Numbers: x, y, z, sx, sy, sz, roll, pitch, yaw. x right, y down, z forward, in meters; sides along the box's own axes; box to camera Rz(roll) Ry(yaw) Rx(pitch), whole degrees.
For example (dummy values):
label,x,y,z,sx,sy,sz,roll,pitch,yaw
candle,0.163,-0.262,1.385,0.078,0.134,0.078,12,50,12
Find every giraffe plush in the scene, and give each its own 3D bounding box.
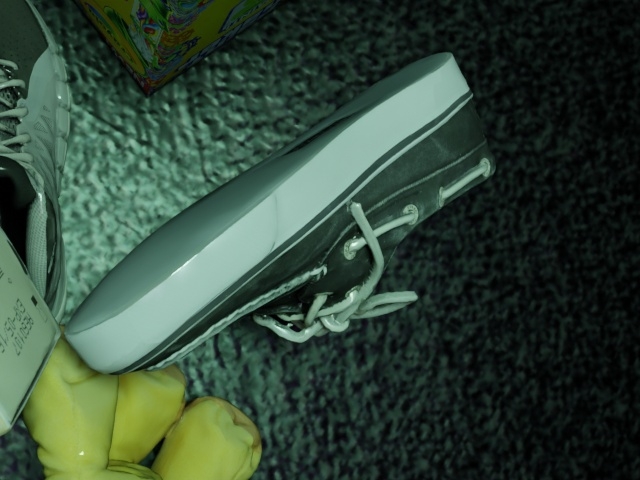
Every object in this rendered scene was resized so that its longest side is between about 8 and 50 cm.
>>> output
label,x,y,z,sx,sy,sz,roll,pitch,yaw
giraffe plush,-0.131,0.174,0.557,0.181,0.210,0.170,37,111,-22

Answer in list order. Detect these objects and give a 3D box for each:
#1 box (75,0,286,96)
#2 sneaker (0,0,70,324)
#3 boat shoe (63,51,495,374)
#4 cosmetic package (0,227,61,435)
label,x,y,z,sx,sy,sz,roll,pitch,yaw
box,-0.093,-0.266,0.537,0.177,0.279,0.290,-39,94,-15
sneaker,-0.172,-0.055,0.570,0.086,0.132,0.228,-9,87,-15
boat shoe,-0.003,0.001,0.598,0.306,0.113,0.105,-40,107,-43
cosmetic package,-0.295,0.060,0.468,0.309,0.113,0.160,-26,107,6
